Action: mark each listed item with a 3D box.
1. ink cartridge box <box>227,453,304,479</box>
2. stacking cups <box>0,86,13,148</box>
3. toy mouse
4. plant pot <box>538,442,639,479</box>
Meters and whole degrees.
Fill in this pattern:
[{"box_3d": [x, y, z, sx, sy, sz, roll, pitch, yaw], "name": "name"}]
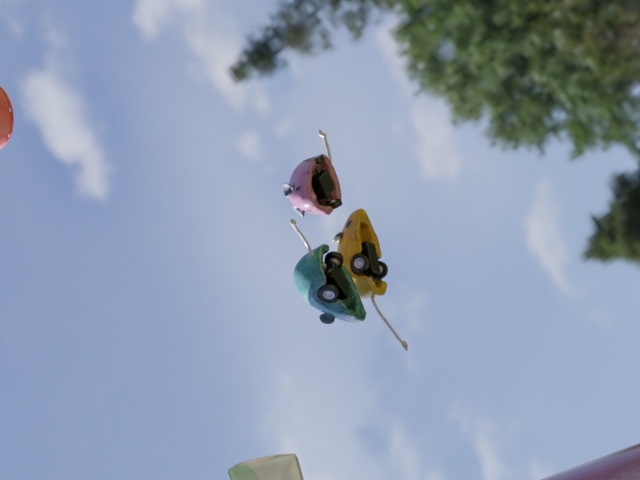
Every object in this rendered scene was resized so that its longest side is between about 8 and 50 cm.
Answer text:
[{"box_3d": [-0.006, 0.281, 1.137, 0.181, 0.056, 0.225, 84, 171, -58], "name": "ink cartridge box"}, {"box_3d": [-0.354, -0.083, 1.200, 0.316, 0.096, 0.096, -18, -106, -51], "name": "stacking cups"}, {"box_3d": [0.000, 0.000, 1.113, 0.143, 0.031, 0.161, 7, -113, -65], "name": "toy mouse"}, {"box_3d": [0.213, 0.250, 1.090, 0.272, 0.265, 0.272, 27, -135, -31], "name": "plant pot"}]
